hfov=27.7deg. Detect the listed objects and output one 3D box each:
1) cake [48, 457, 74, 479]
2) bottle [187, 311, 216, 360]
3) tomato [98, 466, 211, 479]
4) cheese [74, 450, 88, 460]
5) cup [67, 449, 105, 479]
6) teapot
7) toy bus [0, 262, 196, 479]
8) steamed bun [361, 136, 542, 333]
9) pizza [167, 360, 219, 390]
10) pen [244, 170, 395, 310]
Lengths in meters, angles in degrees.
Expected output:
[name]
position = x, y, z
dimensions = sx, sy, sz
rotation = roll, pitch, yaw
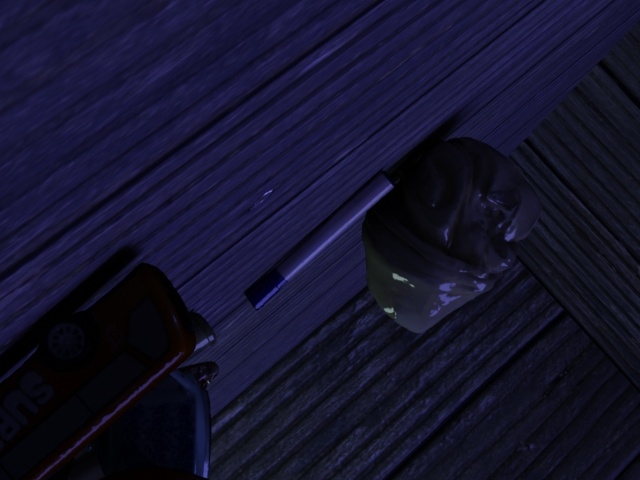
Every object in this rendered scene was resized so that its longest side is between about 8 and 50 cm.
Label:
[cake]
position = -0.352, 0.264, 1.376
dimensions = 0.158, 0.172, 0.283
rotation = 138, -31, -68
[bottle]
position = -0.179, 0.132, 1.587
dimensions = 0.101, 0.047, 0.063
rotation = -35, 162, -17
[tomato]
position = -0.161, 0.371, 1.351
dimensions = 0.265, 0.265, 0.265
rotation = -41, 175, -5
[cheese]
position = -0.351, 0.323, 1.761
dimensions = 0.252, 0.054, 0.127
rotation = -31, 150, -5
[cup]
position = -0.298, 0.376, 1.638
dimensions = 0.255, 0.202, 0.173
rotation = -32, 175, -12
[teapot]
position = -0.204, 0.227, 1.497
dimensions = 0.159, 0.159, 0.232
rotation = -35, 142, -50
[toy bus]
position = -0.269, 0.175, 1.032
dimensions = 0.409, 0.092, 0.093
rotation = -41, 177, 0
[steamed bun]
position = 0.183, -0.034, 1.999
dimensions = 0.275, 0.206, 0.320
rotation = -26, -151, 38
[pizza]
position = -0.230, 0.212, 1.631
dimensions = 0.193, 0.053, 0.201
rotation = -23, -179, -33
[pen]
position = 0.000, 0.000, 1.845
dimensions = 0.269, 0.033, 0.033
rotation = -42, 175, 2
